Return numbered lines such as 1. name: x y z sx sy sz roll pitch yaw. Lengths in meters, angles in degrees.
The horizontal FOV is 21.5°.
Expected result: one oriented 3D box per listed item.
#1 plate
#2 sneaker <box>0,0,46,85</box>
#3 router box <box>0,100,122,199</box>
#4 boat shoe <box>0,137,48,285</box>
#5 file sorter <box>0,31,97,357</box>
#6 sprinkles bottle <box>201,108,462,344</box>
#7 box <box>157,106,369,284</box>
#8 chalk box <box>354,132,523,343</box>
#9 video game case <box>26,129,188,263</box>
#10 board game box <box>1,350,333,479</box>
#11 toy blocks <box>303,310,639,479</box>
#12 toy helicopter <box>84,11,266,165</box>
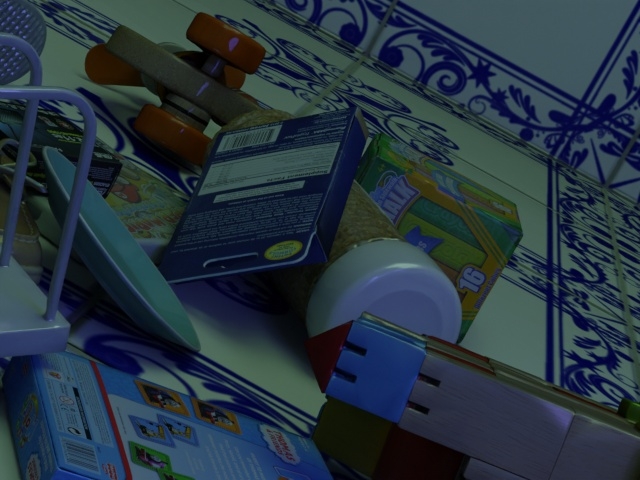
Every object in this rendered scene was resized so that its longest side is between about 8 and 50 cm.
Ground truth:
1. plate: -0.152 0.012 1.234 0.188 0.024 0.188 54 1 -1
2. sneaker: -0.397 -0.232 1.583 0.161 0.102 0.282 35 15 36
3. router box: -0.233 -0.075 1.360 0.092 0.038 0.122 37 17 29
4. boat shoe: -0.279 -0.063 1.226 0.104 0.089 0.285 14 21 -48
5. file sorter: -0.279 -0.069 0.995 0.193 0.173 0.277 -4 32 -37
6. sprinkles bottle: 0.000 0.000 1.482 0.121 0.121 0.355 21 16 -29
7. box: -0.047 -0.029 1.400 0.136 0.036 0.225 -9 32 21
8. chalk box: 0.075 -0.016 1.665 0.213 0.132 0.132 27 14 -3
9. video game case: -0.202 -0.043 1.439 0.206 0.026 0.227 36 15 25
10. board game box: -0.079 0.139 1.004 0.211 0.039 0.160 22 15 -24
11. toy blocks: 0.111 0.134 1.141 0.261 0.191 0.381 22 0 4
12. toy helicopter: -0.105 -0.144 1.860 0.235 0.140 0.355 29 0 42
